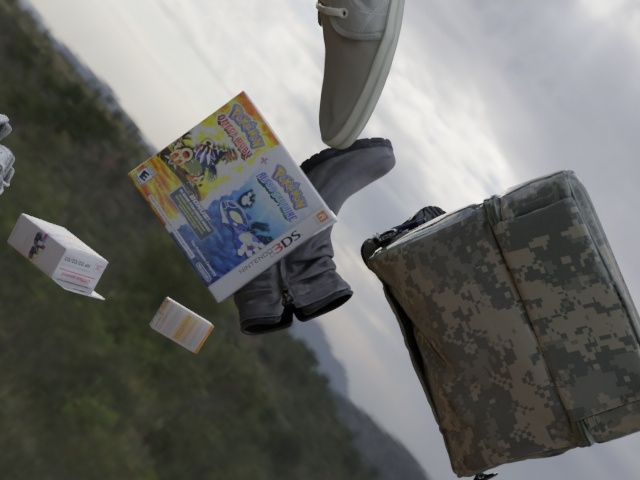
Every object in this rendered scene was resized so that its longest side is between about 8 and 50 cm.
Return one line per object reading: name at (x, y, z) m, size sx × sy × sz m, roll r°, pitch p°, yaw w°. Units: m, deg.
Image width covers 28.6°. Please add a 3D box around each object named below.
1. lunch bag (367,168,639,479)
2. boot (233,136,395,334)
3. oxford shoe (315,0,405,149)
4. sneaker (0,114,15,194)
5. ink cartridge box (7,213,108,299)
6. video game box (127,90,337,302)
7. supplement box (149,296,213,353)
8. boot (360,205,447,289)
lunch bag at (0.214, 0.092, 1.381) m, size 0.212 × 0.256 × 0.305 m, roll 0°, pitch 69°, yaw -77°
boot at (0.000, 0.000, 1.911) m, size 0.223 × 0.338 × 0.118 m, roll 61°, pitch -3°, yaw 23°
oxford shoe at (0.044, -0.348, 1.691) m, size 0.130 × 0.449 × 0.169 m, roll 8°, pitch 12°, yaw -22°
sneaker at (-0.535, -0.096, 1.920) m, size 0.111 × 0.129 × 0.297 m, roll 95°, pitch -11°, yaw -56°
ink cartridge box at (-0.441, 0.028, 2.157) m, size 0.181 × 0.062 × 0.104 m, roll 33°, pitch 7°, yaw 37°
video game box at (-0.111, -0.055, 1.602) m, size 0.205 × 0.187 × 0.048 m, roll 54°, pitch 1°, yaw 3°
supplement box at (-0.252, 0.154, 2.280) m, size 0.098 × 0.062 × 0.036 m, roll 34°, pitch -1°, yaw -18°
boot at (0.171, 0.073, 1.741) m, size 0.246 × 0.083 × 0.161 m, roll 54°, pitch -35°, yaw 1°
